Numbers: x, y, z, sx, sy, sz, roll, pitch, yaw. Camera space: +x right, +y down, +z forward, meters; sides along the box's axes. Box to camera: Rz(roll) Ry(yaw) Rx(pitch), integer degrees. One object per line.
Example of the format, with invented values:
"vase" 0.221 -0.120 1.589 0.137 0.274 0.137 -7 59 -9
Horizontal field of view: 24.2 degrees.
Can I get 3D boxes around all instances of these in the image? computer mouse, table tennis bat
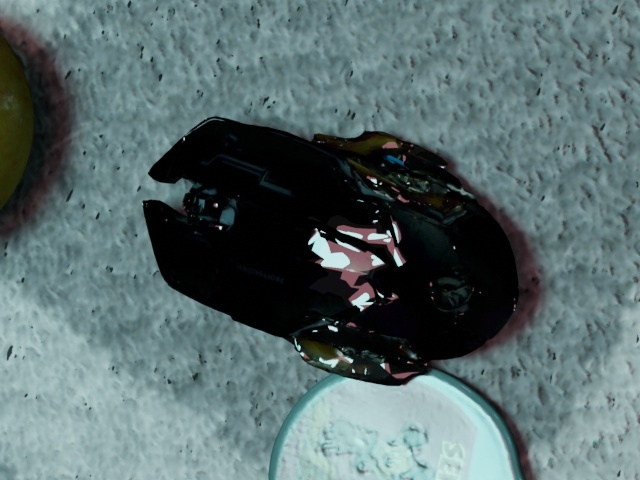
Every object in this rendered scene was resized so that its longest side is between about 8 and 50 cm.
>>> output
"computer mouse" 0.000 0.000 0.868 0.242 0.077 0.146 16 88 19
"table tennis bat" 0.083 0.156 0.872 0.244 0.040 0.152 12 90 20

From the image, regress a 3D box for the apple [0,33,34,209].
"apple" -0.268 -0.071 0.913 0.182 0.155 0.182 1 93 16
